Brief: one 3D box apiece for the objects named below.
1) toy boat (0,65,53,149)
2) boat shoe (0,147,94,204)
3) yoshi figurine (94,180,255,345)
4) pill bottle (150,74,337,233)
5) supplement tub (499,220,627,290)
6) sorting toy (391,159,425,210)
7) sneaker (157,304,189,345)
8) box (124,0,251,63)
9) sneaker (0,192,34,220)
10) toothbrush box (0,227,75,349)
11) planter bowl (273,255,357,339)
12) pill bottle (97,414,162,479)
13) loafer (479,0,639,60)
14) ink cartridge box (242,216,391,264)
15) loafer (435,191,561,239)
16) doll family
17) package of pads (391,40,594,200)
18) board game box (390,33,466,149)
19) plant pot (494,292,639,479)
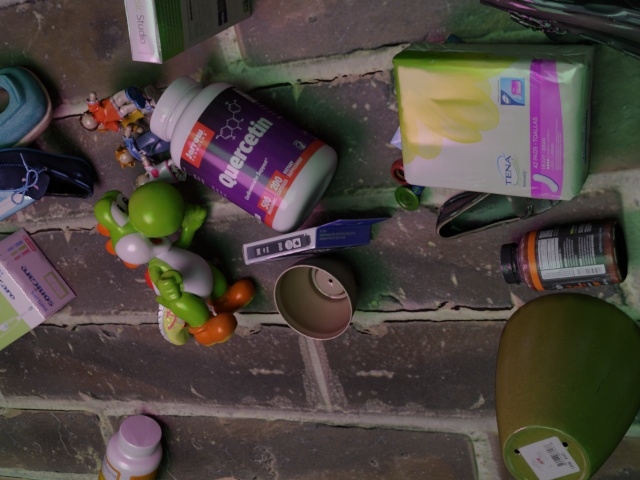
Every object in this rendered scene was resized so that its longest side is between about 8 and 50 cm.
[{"bbox_3d":[-0.717,-0.296,1.744,0.318,0.267,0.148,50,172,16],"label":"toy boat"},{"bbox_3d":[-0.570,-0.129,1.736,0.109,0.258,0.089,-49,58,40],"label":"boat shoe"},{"bbox_3d":[-0.276,0.024,1.693,0.362,0.203,0.203,47,171,-18],"label":"yoshi figurine"},{"bbox_3d":[-0.142,-0.163,1.556,0.322,0.181,0.182,32,125,7],"label":"pill bottle"},{"bbox_3d":[0.406,0.029,1.443,0.197,0.106,0.106,-8,112,29],"label":"supplement tub"},{"bbox_3d":[0.163,-0.104,1.534,0.061,0.042,0.102,14,134,37],"label":"sorting toy"},{"bbox_3d":[-0.295,0.141,1.854,0.094,0.081,0.209,10,119,18],"label":"sneaker"},{"bbox_3d":[-0.207,-0.435,1.358,0.058,0.322,0.233,8,118,18],"label":"box"},{"bbox_3d":[-0.750,-0.139,1.900,0.318,0.127,0.208,-24,106,23],"label":"sneaker"},{"bbox_3d":[-0.756,0.132,2.045,0.283,0.122,0.206,-31,100,35],"label":"toothbrush box"},{"bbox_3d":[0.004,0.096,1.668,0.162,0.109,0.162,11,120,20],"label":"planter bowl"},{"bbox_3d":[-0.466,0.547,2.116,0.136,0.136,0.246,29,124,9],"label":"pill bottle"},{"bbox_3d":[0.377,-0.323,1.273,0.302,0.109,0.095,15,125,15],"label":"loafer"},{"bbox_3d":[0.000,0.000,1.562,0.208,0.206,0.045,-14,85,30],"label":"ink cartridge box"},{"bbox_3d":[0.314,-0.061,1.450,0.267,0.084,0.096,-25,103,33],"label":"loafer"},{"bbox_3d":[-0.359,-0.209,1.697,0.163,0.118,0.263,-20,124,26],"label":"doll family"},{"bbox_3d":[0.267,-0.185,1.336,0.296,0.101,0.229,9,125,26],"label":"package of pads"},{"bbox_3d":[0.233,-0.211,1.438,0.160,0.039,0.212,32,126,7],"label":"board game box"},{"bbox_3d":[0.407,0.279,1.458,0.274,0.293,0.275,11,120,20],"label":"plant pot"}]
